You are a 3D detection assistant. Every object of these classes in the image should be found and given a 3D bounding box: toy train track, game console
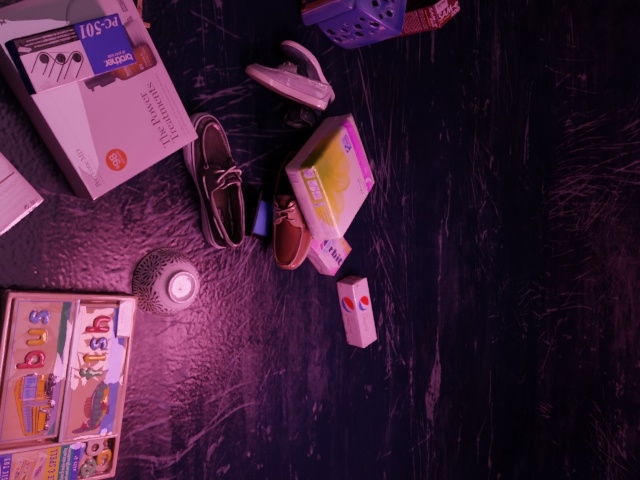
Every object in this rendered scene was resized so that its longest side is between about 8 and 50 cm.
[{"bbox_3d":[-0.401,-0.494,1.262,0.048,0.014,0.083,3,87,-37],"label":"toy train track"},{"bbox_3d":[-0.150,-0.065,1.514,0.071,0.107,0.122,13,84,-16],"label":"game console"}]

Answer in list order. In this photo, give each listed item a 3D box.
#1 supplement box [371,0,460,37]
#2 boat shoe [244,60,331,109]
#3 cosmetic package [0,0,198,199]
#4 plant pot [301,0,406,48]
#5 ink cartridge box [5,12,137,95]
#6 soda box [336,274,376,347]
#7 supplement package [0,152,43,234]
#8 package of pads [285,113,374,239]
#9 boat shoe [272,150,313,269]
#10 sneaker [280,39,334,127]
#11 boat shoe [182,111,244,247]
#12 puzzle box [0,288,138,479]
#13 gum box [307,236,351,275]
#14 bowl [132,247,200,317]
[{"bbox_3d":[0.286,-0.685,1.746,0.130,0.239,0.073,-46,124,-30],"label":"supplement box"},{"bbox_3d":[-0.079,-0.414,1.477,0.227,0.079,0.081,23,92,-7],"label":"boat shoe"},{"bbox_3d":[-0.458,-0.315,1.171,0.284,0.097,0.377,-40,120,-31],"label":"cosmetic package"},{"bbox_3d":[0.086,-0.685,1.566,0.212,0.236,0.236,8,90,-38],"label":"plant pot"},{"bbox_3d":[-0.458,-0.349,1.069,0.207,0.046,0.097,-34,118,-35],"label":"ink cartridge box"},{"bbox_3d":[0.114,0.221,1.795,0.069,0.074,0.216,-25,112,-39],"label":"soda box"},{"bbox_3d":[-0.616,-0.109,1.031,0.105,0.105,0.179,-50,125,-28],"label":"supplement package"},{"bbox_3d":[0.033,-0.166,1.517,0.296,0.101,0.229,-57,135,-46],"label":"package of pads"},{"bbox_3d":[-0.083,-0.086,1.527,0.116,0.123,0.324,32,61,-64],"label":"boat shoe"},{"bbox_3d":[-0.060,-0.409,1.549,0.226,0.086,0.163,49,60,-36],"label":"sneaker"},{"bbox_3d":[-0.236,-0.143,1.384,0.121,0.119,0.335,-24,111,-40],"label":"boat shoe"},{"bbox_3d":[-0.539,0.307,1.189,0.272,0.052,0.409,7,90,-44],"label":"puzzle box"},{"bbox_3d":[0.000,0.000,1.668,0.107,0.062,0.188,-55,128,-25],"label":"gum box"},{"bbox_3d":[-0.341,0.105,1.339,0.170,0.080,0.170,-7,100,-44],"label":"bowl"}]
